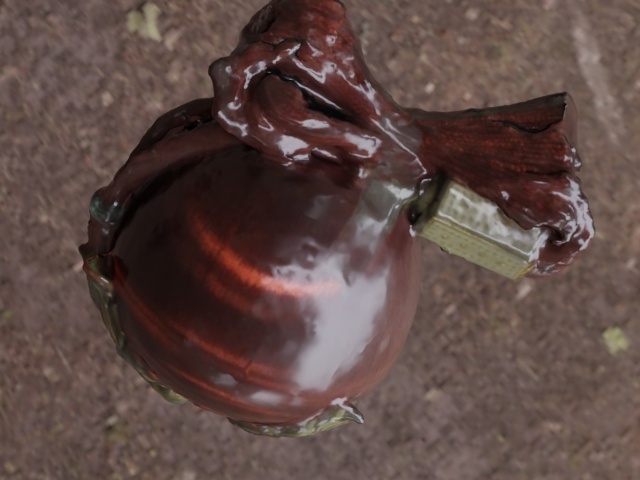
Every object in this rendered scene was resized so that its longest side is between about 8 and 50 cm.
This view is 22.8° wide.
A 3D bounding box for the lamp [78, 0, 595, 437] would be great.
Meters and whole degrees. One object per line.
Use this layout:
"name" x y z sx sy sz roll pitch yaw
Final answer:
"lamp" -0.003 0.010 0.757 0.215 0.151 0.223 23 137 -11
